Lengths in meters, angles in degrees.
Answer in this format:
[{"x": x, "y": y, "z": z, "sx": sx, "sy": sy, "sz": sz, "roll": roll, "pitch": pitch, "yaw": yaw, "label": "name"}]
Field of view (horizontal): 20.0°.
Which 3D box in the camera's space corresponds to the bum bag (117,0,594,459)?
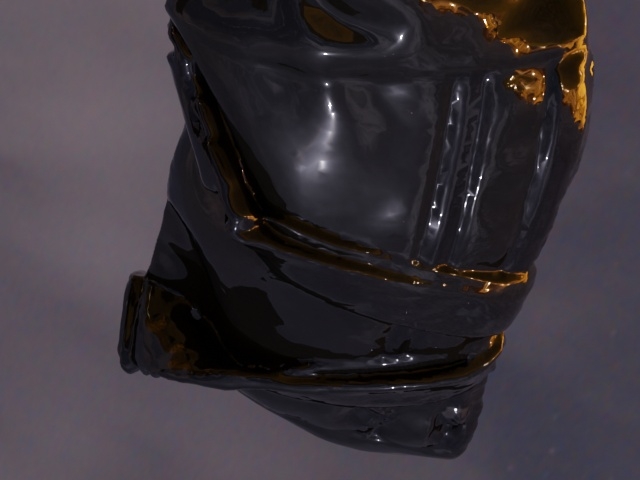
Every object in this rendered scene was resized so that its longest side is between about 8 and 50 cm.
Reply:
[{"x": 0.000, "y": 0.000, "z": 0.595, "sx": 0.142, "sy": 0.326, "sz": 0.080, "roll": 15, "pitch": -121, "yaw": 3, "label": "bum bag"}]
